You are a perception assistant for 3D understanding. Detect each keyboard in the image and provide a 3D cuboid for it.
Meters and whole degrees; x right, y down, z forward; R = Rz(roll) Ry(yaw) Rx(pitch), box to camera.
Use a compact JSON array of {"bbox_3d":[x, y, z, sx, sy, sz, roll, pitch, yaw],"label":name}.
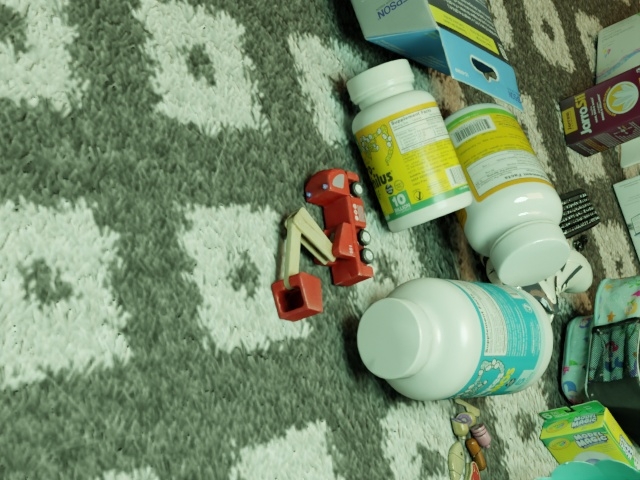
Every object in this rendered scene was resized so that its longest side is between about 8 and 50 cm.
[{"bbox_3d":[0.465,-0.036,1.632,0.180,0.023,0.108,-17,86,-51],"label":"keyboard"}]

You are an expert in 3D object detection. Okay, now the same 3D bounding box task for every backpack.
[{"bbox_3d":[0.508,0.184,1.438,0.225,0.191,0.253,37,57,-34],"label":"backpack"}]

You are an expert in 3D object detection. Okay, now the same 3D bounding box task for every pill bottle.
[{"bbox_3d":[0.111,-0.125,1.181,0.117,0.117,0.208,-19,89,-52],"label":"pill bottle"},{"bbox_3d":[0.163,0.121,1.102,0.264,0.146,0.146,7,67,-47],"label":"pill bottle"},{"bbox_3d":[0.251,-0.062,1.248,0.136,0.136,0.245,24,37,-41],"label":"pill bottle"}]

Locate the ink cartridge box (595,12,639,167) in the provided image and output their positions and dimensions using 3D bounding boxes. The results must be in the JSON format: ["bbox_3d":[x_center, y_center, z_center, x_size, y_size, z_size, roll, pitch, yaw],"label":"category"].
[{"bbox_3d":[0.703,-0.340,1.906,0.119,0.207,0.353,43,44,-30],"label":"ink cartridge box"}]

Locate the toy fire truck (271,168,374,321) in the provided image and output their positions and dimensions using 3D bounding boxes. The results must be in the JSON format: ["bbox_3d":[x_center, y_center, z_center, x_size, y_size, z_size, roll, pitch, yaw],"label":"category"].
[{"bbox_3d":[0.000,0.000,1.048,0.135,0.047,0.192,12,63,-45],"label":"toy fire truck"}]

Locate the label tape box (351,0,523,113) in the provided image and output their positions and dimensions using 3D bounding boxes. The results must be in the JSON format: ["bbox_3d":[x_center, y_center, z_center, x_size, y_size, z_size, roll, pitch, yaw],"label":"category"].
[{"bbox_3d":[0.147,-0.336,1.287,0.249,0.115,0.347,5,64,-55],"label":"label tape box"}]

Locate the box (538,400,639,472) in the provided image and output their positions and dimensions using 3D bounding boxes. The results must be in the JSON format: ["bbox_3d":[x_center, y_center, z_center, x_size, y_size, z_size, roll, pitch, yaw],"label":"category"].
[{"bbox_3d":[0.405,0.313,1.328,0.179,0.105,0.043,52,40,-18],"label":"box"}]

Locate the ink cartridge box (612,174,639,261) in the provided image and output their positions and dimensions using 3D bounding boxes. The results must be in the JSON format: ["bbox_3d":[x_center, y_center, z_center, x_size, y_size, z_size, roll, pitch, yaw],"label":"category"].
[{"bbox_3d":[0.692,-0.044,1.856,0.139,0.082,0.190,-12,80,-51],"label":"ink cartridge box"}]

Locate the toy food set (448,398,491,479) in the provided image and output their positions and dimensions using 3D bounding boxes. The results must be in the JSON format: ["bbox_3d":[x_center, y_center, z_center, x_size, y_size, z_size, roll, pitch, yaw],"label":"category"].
[{"bbox_3d":[0.198,0.269,1.173,0.078,0.019,0.122,32,50,-36],"label":"toy food set"}]

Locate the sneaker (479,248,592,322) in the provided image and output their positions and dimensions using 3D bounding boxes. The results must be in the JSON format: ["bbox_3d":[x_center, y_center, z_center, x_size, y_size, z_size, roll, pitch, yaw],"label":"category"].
[{"bbox_3d":[0.334,0.082,1.365,0.235,0.094,0.153,26,56,-40],"label":"sneaker"}]

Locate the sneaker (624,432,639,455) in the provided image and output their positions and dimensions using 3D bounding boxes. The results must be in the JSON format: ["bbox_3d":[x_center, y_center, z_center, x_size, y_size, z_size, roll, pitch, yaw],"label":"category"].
[{"bbox_3d":[0.580,0.384,1.487,0.107,0.118,0.279,21,57,-41],"label":"sneaker"}]

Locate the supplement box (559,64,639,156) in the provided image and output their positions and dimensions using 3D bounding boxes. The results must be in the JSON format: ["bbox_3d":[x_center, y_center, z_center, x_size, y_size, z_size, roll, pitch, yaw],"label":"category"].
[{"bbox_3d":[0.563,-0.246,1.713,0.081,0.188,0.104,18,60,-43],"label":"supplement box"}]

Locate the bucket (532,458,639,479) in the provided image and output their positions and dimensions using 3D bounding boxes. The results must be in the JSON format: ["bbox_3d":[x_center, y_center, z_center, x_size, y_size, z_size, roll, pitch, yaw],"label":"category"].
[{"bbox_3d":[0.366,0.424,1.105,0.183,0.281,0.281,44,44,-40],"label":"bucket"}]
